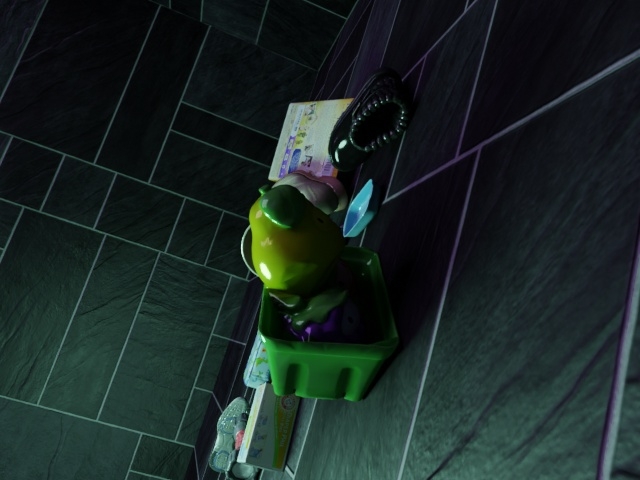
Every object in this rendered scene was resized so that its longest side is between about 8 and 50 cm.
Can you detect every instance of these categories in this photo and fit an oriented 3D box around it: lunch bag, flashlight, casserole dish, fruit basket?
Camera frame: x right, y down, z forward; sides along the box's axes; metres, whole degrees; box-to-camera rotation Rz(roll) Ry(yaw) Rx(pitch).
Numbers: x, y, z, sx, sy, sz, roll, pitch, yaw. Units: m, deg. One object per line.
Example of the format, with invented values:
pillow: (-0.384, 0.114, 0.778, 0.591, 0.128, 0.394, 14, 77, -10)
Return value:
lunch bag: (-0.204, 0.409, 1.914, 0.176, 0.090, 0.219, 177, 112, -77)
flashlight: (-0.244, 0.645, 1.695, 0.103, 0.103, 0.304, -43, 12, 2)
casserole dish: (0.110, -0.077, 1.387, 0.188, 0.037, 0.114, 128, 159, -56)
fruit basket: (-0.004, 0.068, 1.035, 0.392, 0.282, 0.392, -174, 90, -85)

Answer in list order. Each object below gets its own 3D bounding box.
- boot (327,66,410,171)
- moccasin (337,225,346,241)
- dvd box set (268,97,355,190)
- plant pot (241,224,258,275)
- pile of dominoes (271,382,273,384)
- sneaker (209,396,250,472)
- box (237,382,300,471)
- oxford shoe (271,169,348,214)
boot: (0.117, -0.288, 1.461, 0.260, 0.131, 0.348, -86, 19, -53)
moccasin: (-0.027, 0.035, 1.633, 0.342, 0.116, 0.138, 124, 162, -51)
dvd box set: (-0.016, -0.338, 1.882, 0.420, 0.062, 0.308, 14, 89, 53)
plant pot: (-0.150, -0.020, 1.969, 0.274, 0.256, 0.257, -98, 30, -69)
pile of dominoes: (-0.152, 0.494, 1.620, 0.196, 0.040, 0.251, 152, 137, -68)
sneaker: (-0.344, 0.719, 2.035, 0.129, 0.111, 0.297, -103, 35, -80)
box: (-0.134, 0.490, 1.413, 0.114, 0.103, 0.203, 131, 156, -62)
oxford shoe: (-0.081, -0.145, 1.758, 0.397, 0.146, 0.141, 6, 118, 57)
